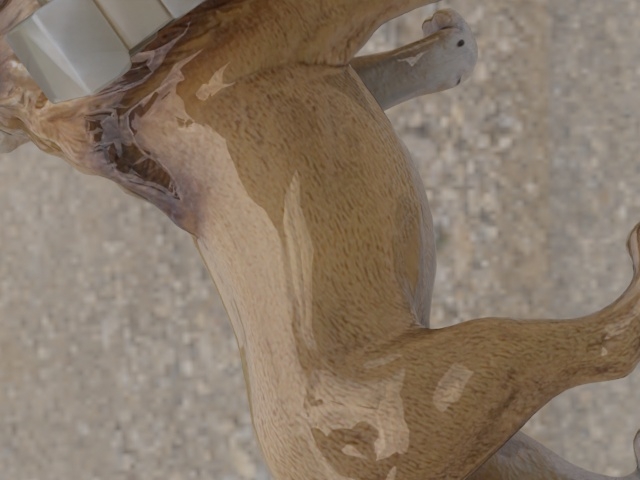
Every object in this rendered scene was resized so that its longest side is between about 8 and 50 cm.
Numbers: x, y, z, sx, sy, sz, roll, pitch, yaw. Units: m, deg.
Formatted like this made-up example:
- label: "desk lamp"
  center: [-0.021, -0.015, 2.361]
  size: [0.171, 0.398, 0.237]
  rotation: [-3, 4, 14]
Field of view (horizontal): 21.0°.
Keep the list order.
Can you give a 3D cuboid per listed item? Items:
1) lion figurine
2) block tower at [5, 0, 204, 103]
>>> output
- label: "lion figurine"
  center: [0.000, 0.000, 0.705]
  size: [0.392, 0.240, 0.142]
  rotation: [60, 157, 24]
- label: "block tower"
  center: [0.029, -0.177, 0.558]
  size: [0.097, 0.335, 0.091]
  rotation: [54, 169, -10]
